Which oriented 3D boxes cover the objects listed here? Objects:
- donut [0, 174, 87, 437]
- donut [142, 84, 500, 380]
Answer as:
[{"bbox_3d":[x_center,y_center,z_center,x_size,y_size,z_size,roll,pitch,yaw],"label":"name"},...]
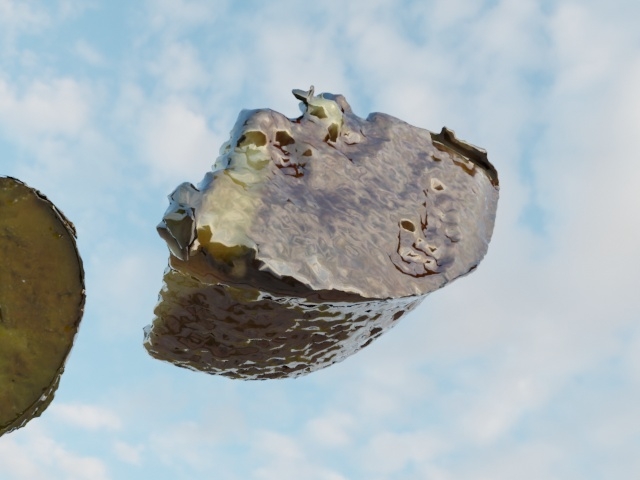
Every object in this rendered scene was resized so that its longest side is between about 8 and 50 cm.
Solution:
[{"bbox_3d":[-0.354,0.062,0.791,0.271,0.107,0.272,0,-88,-7],"label":"donut"},{"bbox_3d":[0.000,0.008,0.398,0.144,0.187,0.126,33,-48,-5],"label":"donut"}]
